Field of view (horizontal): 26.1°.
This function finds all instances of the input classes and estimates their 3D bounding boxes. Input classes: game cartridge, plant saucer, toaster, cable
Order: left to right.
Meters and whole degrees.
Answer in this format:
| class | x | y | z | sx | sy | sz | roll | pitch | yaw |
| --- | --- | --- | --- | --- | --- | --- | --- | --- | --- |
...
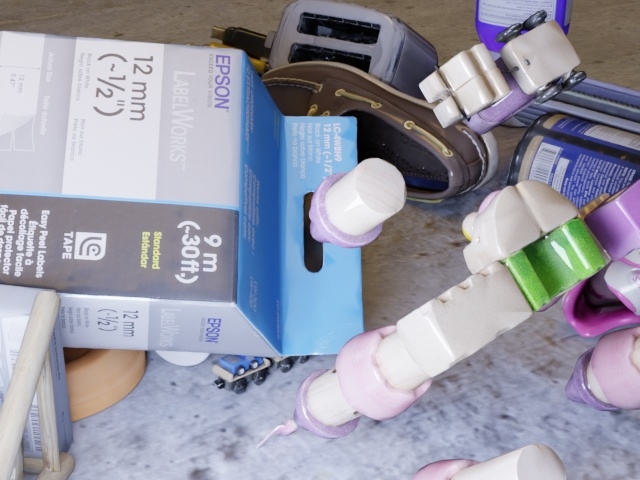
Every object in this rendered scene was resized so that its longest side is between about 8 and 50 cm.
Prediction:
| class | x | y | z | sx | sy | sz | roll | pitch | yaw |
| --- | --- | --- | --- | --- | --- | --- | --- | --- | --- |
| plant saucer | -0.250 | 0.095 | 1.188 | 0.200 | 0.037 | 0.200 | 0 | 25 | 0 |
| cable | -0.042 | -0.237 | 1.914 | 0.287 | 0.072 | 0.139 | 20 | 11 | 10 |
| toaster | 0.044 | -0.220 | 1.713 | 0.227 | 0.129 | 0.146 | 15 | -4 | 25 |
| game cartridge | 0.367 | -0.122 | 1.530 | 0.355 | 0.068 | 0.230 | 21 | 3 | 35 |

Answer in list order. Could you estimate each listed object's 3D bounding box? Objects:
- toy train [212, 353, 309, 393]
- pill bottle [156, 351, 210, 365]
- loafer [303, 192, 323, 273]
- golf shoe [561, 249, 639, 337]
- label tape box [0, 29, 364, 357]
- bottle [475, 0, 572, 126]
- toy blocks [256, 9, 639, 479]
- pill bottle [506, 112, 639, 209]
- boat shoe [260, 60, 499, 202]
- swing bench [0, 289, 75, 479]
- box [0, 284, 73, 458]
| class | x | y | z | sx | sy | sz | roll | pitch | yaw |
| --- | --- | --- | --- | --- | --- | --- | --- | --- | --- |
| toy train | -0.031 | 0.093 | 1.201 | 0.158 | 0.036 | 0.027 | -22 | 34 | -40 |
| pill bottle | -0.105 | 0.059 | 1.237 | 0.065 | 0.065 | 0.116 | 9 | 26 | 16 |
| loafer | 0.000 | 0.000 | 1.364 | 0.084 | 0.096 | 0.267 | 22 | 33 | -2 |
| golf shoe | 0.334 | 0.009 | 1.203 | 0.140 | 0.115 | 0.306 | -41 | 4 | -39 |
| label tape box | -0.131 | -0.039 | 1.158 | 0.348 | 0.115 | 0.249 | 2 | 62 | -5 |
| bottle | 0.254 | -0.285 | 1.728 | 0.118 | 0.283 | 0.092 | 12 | 27 | 23 |
| toy blocks | 0.101 | 0.047 | 1.068 | 0.288 | 0.309 | 0.260 | -29 | -5 | -34 |
| pill bottle | 0.313 | -0.049 | 1.419 | 0.219 | 0.123 | 0.123 | 22 | 32 | 35 |
| boat shoe | 0.040 | -0.124 | 1.581 | 0.324 | 0.116 | 0.097 | 22 | 29 | 26 |
| swing bench | -0.320 | 0.158 | 0.913 | 0.253 | 0.165 | 0.254 | 4 | 31 | 5 |
| box | -0.288 | 0.098 | 1.051 | 0.186 | 0.145 | 0.038 | 4 | 31 | 8 |
